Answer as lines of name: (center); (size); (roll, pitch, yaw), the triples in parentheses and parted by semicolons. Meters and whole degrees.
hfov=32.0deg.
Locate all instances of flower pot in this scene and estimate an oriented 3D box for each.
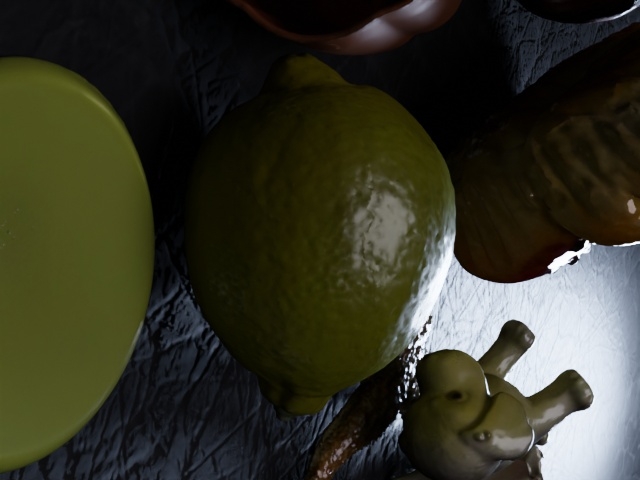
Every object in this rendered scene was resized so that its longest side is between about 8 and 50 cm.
flower pot: (0.025, -0.209, 0.766); (0.173, 0.191, 0.190); (16, 82, -72)

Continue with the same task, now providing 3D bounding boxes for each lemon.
lemon: (0.000, 0.000, 0.747); (0.184, 0.184, 0.248); (-15, 108, -59)

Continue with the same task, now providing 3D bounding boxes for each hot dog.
hot dog: (0.293, -0.092, 1.081); (0.365, 0.367, 0.196); (-33, 95, -49)

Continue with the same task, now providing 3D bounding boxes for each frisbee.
frisbee: (-0.165, 0.015, 0.622); (0.236, 0.017, 0.235); (-18, 111, -57)

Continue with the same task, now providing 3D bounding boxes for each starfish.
starfish: (0.052, 0.085, 0.977); (0.302, 0.060, 0.299); (-47, 137, -45)

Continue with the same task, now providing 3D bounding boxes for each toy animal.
toy animal: (0.139, 0.155, 0.995); (0.169, 0.121, 0.233); (-38, 164, -14)

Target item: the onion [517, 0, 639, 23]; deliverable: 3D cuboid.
onion: (0.276, -0.369, 1.164); (0.273, 0.285, 0.273); (-32, 154, -18)

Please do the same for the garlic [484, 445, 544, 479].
garlic: (0.134, 0.275, 1.124); (0.194, 0.127, 0.131); (-25, 100, -27)
